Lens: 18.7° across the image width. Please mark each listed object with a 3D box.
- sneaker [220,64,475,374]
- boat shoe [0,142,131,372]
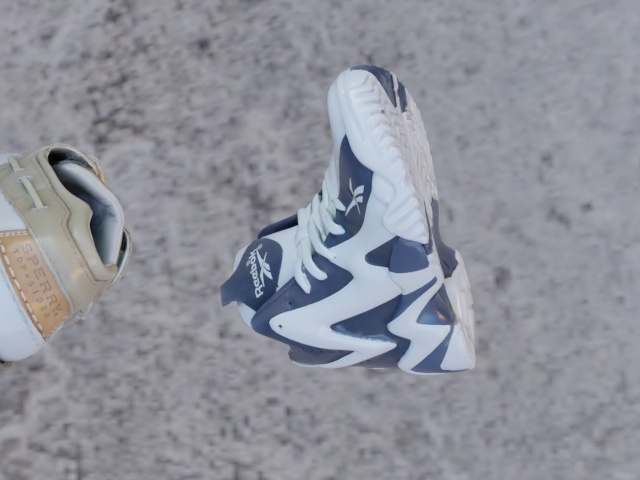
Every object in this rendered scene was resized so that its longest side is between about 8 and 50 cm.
[{"bbox_3d":[0.000,0.000,1.195,0.235,0.153,0.094,67,18,-48],"label":"sneaker"},{"bbox_3d":[-0.162,0.002,1.141,0.103,0.302,0.113,-25,106,3],"label":"boat shoe"}]
